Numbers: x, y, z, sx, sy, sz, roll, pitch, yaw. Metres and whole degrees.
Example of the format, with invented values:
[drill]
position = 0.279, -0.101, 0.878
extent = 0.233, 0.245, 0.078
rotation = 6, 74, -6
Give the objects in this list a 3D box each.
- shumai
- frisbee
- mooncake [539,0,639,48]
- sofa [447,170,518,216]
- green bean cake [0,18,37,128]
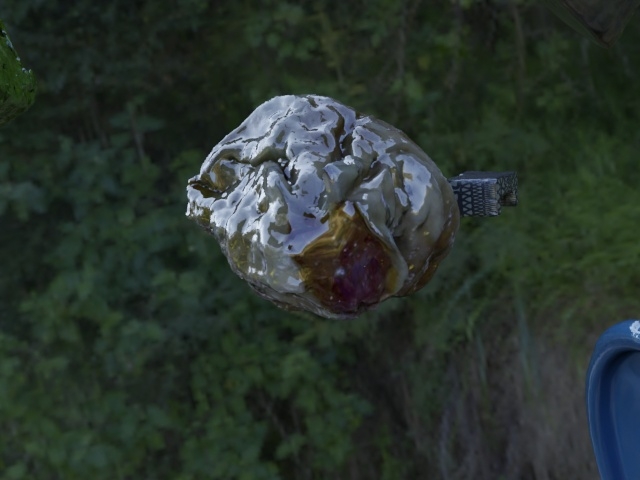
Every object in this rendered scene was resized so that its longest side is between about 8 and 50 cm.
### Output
[shumai]
position = -0.004, -0.039, 1.066
extent = 0.184, 0.218, 0.185
rotation = -50, -12, -7
[frisbee]
position = 0.260, 0.181, 0.830
extent = 0.049, 0.290, 0.289
rotation = -21, 9, -12
[mooncake]
position = 0.341, -0.373, 1.778
extent = 0.124, 0.228, 0.228
rotation = -51, 4, 7
[sofa]
position = 0.162, -0.047, 1.318
extent = 0.060, 0.039, 0.118
rotation = -2, 7, 18
[green bean cake]
position = -0.311, -0.160, 0.935
extent = 0.113, 0.214, 0.200
rotation = -32, -1, 7
